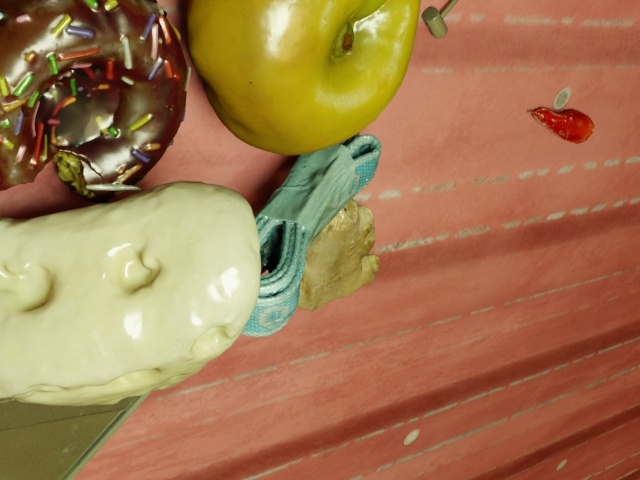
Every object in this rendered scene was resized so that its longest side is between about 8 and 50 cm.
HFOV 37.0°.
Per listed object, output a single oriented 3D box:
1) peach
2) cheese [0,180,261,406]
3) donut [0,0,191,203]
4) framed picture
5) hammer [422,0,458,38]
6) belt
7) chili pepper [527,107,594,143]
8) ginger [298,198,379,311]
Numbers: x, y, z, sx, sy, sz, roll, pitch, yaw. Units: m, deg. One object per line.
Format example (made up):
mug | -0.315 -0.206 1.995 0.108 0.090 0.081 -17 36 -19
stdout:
peach | -0.011 -0.202 0.889 0.251 0.153 0.251 -38 142 -38
cheese | -0.162 0.049 0.876 0.251 0.173 0.248 -19 169 3
donut | -0.204 -0.124 0.801 0.216 0.096 0.230 -50 143 4
framed picture | -0.342 0.189 1.020 0.240 0.020 0.324 -49 144 2
hammer | 0.160 -0.281 1.088 0.110 0.019 0.035 -49 144 -2
belt | -0.016 -0.024 0.997 0.072 0.087 0.302 88 25 -43
chili pepper | 0.350 -0.169 1.374 0.178 0.027 0.045 11 116 -47
ginger | 0.004 -0.002 1.149 0.137 0.074 0.213 -36 137 -14
